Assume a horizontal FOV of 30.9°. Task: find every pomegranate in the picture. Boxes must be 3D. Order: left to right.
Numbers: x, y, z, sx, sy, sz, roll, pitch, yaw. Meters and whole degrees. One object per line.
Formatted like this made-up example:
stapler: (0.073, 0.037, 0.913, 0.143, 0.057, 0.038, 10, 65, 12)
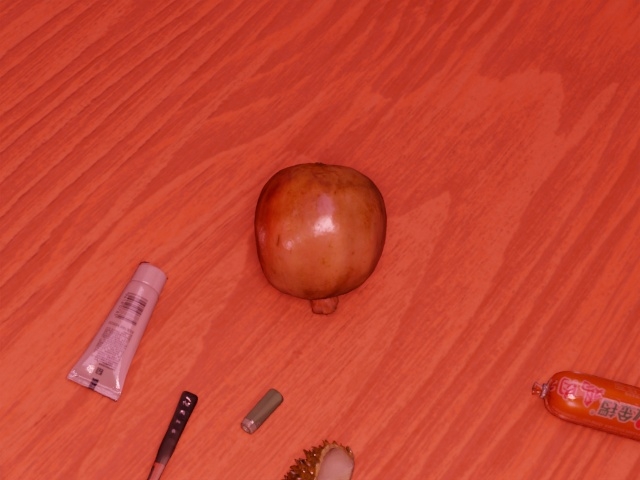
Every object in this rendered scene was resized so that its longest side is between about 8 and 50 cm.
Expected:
pomegranate: (0.000, 0.000, 2.004, 0.228, 0.252, 0.271, 1, 97, 3)

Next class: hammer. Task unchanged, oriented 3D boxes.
hammer: (-0.249, 0.347, 1.803, 0.033, 0.111, 0.288, 20, 46, 1)

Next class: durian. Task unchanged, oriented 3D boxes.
durian: (-0.010, 0.412, 1.788, 0.139, 0.144, 0.252, 23, 46, -20)

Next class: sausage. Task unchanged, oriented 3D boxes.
sausage: (0.512, 0.287, 1.965, 0.312, 0.093, 0.093, 15, 54, 2)

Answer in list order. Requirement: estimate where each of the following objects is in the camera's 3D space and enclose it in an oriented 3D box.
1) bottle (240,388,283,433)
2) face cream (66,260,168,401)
bottle: (-0.097, 0.281, 1.907, 0.030, 0.030, 0.083, 35, 58, 15)
face cream: (-0.330, 0.148, 1.953, 0.092, 0.058, 0.244, 24, 60, 1)
